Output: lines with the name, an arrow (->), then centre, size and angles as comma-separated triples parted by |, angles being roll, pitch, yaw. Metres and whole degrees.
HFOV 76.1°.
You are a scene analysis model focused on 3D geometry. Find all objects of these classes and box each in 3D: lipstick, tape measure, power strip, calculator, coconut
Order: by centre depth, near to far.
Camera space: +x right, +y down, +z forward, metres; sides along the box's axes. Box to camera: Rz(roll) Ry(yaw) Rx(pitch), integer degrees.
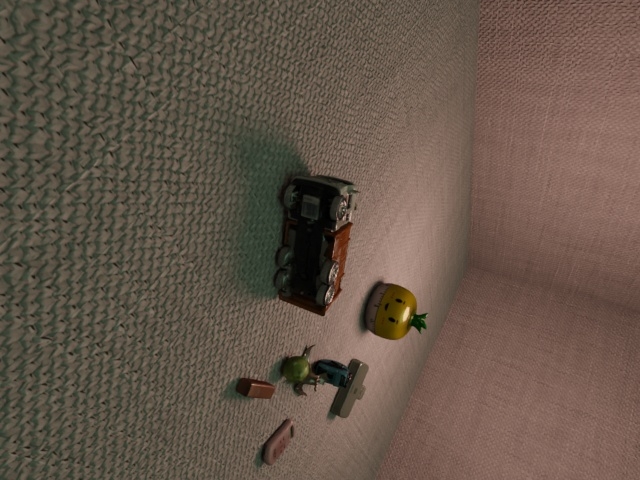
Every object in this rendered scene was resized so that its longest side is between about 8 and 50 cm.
lipstick -> -0.191, 0.445, 1.224 | 0.045, 0.045, 0.145 | -64, 150, -11
coconut -> -0.082, 0.430, 1.367 | 0.088, 0.088, 0.096 | -53, 150, -31
calculator -> -0.144, 0.717, 1.462 | 0.175, 0.032, 0.100 | -35, 134, -48
tape measure -> 0.048, 0.510, 1.577 | 0.125, 0.146, 0.080 | 4, 101, -77
power strip -> 0.152, 0.700, 1.926 | 0.193, 0.059, 0.264 | 45, 66, -53

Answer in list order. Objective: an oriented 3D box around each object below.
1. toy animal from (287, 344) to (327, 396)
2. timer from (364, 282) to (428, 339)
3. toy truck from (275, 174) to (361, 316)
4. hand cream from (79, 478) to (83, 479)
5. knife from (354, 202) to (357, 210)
toy animal -> -0.046, 0.488, 1.445 | 0.155, 0.095, 0.219 | -6, 109, -63
timer -> 0.370, 0.345, 1.897 | 0.285, 0.285, 0.285 | -35, 134, -47
toy truck -> 0.000, 0.000, 1.194 | 0.207, 0.174, 0.387 | -32, 134, -58
hand cream -> -0.523, 0.625, 0.753 | 0.336, 0.076, 0.121 | -59, 154, -34
knife -> 0.096, -0.140, 1.425 | 0.026, 0.022, 0.184 | -43, 152, 9
